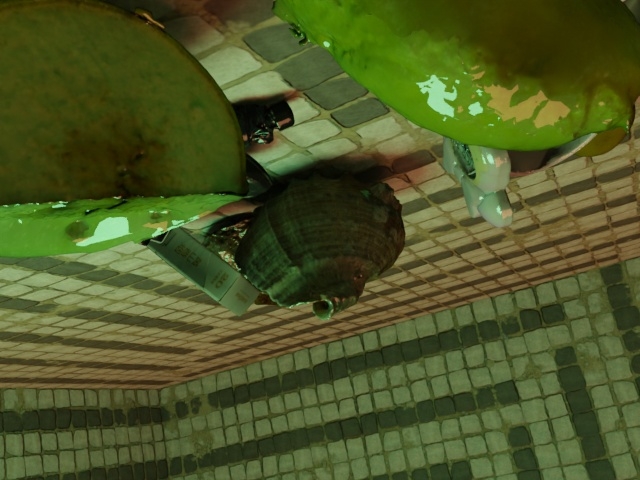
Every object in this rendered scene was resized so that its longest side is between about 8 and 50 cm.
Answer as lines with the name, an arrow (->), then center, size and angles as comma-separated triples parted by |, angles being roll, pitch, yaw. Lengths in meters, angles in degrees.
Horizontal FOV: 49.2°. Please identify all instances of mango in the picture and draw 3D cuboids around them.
mango -> 0.449, -0.201, 1.135 | 0.130, 0.092, 0.194 | -14, 162, 0

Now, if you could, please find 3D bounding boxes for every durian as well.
durian -> 0.146, -0.210, 0.667 | 0.256, 0.339, 0.204 | -29, 151, -29

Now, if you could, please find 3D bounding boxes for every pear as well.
pear -> -0.296, -0.105, 0.760 | 0.342, 0.238, 0.318 | -6, 175, -36

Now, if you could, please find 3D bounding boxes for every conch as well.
conch -> 0.001, -0.017, 1.230 | 0.297, 0.210, 0.352 | 6, -163, 7

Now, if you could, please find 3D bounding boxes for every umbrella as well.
umbrella -> -0.146, -0.147, 0.967 | 0.224, 0.071, 0.080 | -19, 177, 1

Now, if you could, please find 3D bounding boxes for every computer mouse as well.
computer mouse -> -0.165, -0.113, 1.065 | 0.192, 0.062, 0.106 | 10, 161, -10

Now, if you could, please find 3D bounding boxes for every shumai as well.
shumai -> -0.134, 0.052, 1.418 | 0.206, 0.175, 0.166 | -4, 162, -13

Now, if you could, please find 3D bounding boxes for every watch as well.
watch -> 0.308, -0.159, 1.043 | 0.217, 0.211, 0.248 | -21, 154, 0

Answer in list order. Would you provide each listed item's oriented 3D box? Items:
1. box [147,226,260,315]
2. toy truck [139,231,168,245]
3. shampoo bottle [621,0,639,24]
box -> -0.226, 0.033, 1.235 | 0.067, 0.233, 0.149 | -53, 165, -6
toy truck -> -0.316, -0.071, 1.012 | 0.125, 0.101, 0.242 | 29, -178, 29
shampoo bottle -> 0.377, -0.275, 0.876 | 0.080, 0.079, 0.246 | -22, 160, 32
